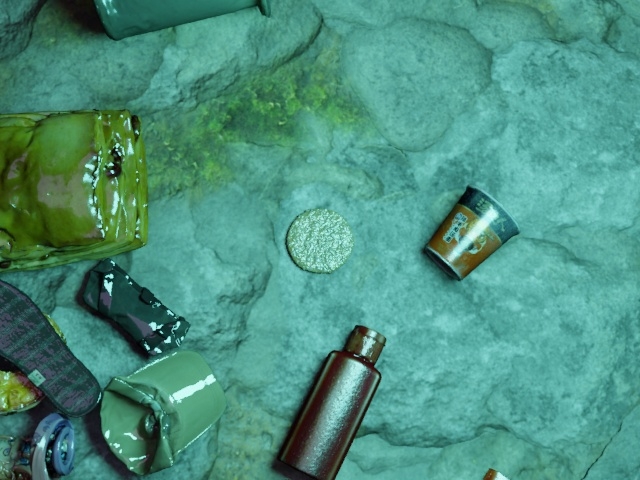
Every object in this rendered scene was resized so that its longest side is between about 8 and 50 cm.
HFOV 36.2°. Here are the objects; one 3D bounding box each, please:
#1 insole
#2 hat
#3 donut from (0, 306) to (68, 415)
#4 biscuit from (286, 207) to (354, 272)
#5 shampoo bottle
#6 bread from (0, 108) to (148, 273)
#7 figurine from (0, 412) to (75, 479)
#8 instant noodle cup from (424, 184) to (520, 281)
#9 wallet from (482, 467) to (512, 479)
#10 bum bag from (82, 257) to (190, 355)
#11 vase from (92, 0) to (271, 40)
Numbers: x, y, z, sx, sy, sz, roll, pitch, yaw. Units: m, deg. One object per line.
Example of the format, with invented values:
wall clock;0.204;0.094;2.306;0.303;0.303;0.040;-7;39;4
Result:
insole;-0.470;0.161;1.551;0.309;0.012;0.110;45;68;7
hat;-0.256;0.276;1.600;0.173;0.144;0.166;-24;82;-55
donut;-0.485;0.204;1.578;0.146;0.078;0.181;36;70;1
biscuit;0.000;0.000;1.703;0.120;0.015;0.120;1;77;-6
shampoo bottle;0.029;0.266;1.624;0.102;0.064;0.260;26;77;0
bread;-0.448;-0.096;1.596;0.324;0.167;0.277;-4;78;-8
figurine;-0.458;0.346;1.541;0.157;0.126;0.114;-23;124;13
instant noodle cup;0.254;-0.008;1.687;0.127;0.127;0.136;44;85;4
wallet;0.286;0.500;1.613;0.142;0.045;0.204;34;76;4
bum bag;-0.310;0.113;1.628;0.197;0.049;0.087;39;72;3
vase;-0.252;-0.470;1.673;0.291;0.245;0.245;-15;80;-5
